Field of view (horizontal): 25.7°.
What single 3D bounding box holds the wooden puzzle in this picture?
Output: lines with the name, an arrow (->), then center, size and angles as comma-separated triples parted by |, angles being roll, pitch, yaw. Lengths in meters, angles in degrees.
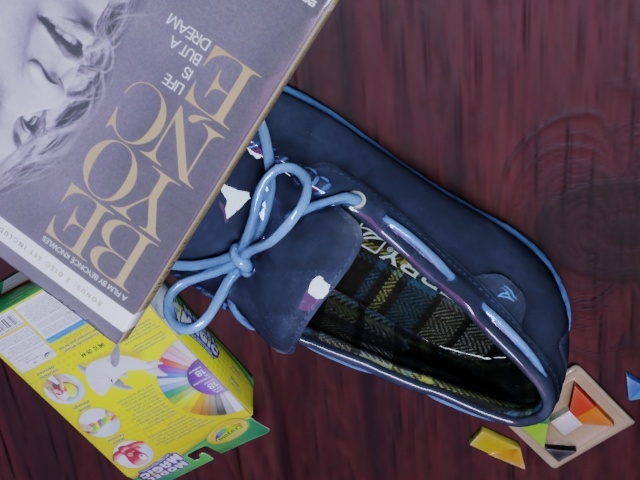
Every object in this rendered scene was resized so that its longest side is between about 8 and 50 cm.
wooden puzzle -> 0.163, 0.121, 0.939 | 0.078, 0.014, 0.116 | 35, 119, -24

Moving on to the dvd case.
dvd case -> -0.114, -0.078, 0.715 | 0.164, 0.018, 0.221 | 36, 112, 6

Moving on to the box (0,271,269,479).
box -> -0.120, 0.080, 0.888 | 0.105, 0.043, 0.179 | -27, 120, 19

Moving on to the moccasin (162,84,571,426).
moccasin -> 0.000, 0.000, 0.778 | 0.342, 0.117, 0.138 | 20, 125, -12
